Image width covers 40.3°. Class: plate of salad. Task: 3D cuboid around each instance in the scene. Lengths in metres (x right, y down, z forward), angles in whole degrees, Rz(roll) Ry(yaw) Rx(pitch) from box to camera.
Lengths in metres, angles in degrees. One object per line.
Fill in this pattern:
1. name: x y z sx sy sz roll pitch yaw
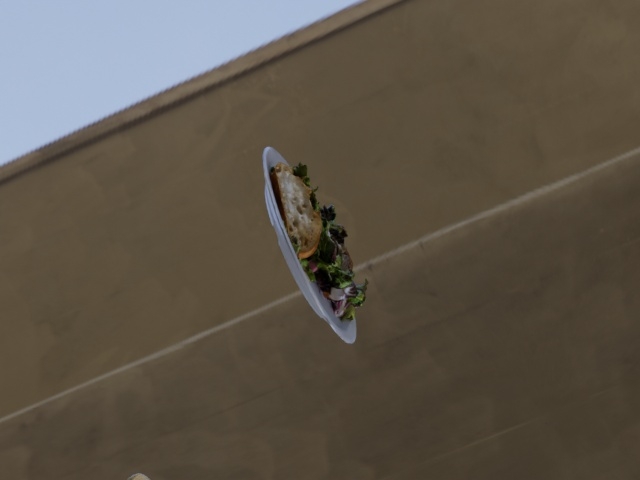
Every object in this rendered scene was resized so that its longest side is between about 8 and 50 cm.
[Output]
1. plate of salad: 0.000 0.000 0.817 0.048 0.200 0.200 -24 -106 9

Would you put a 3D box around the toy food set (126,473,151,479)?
1. toy food set: -0.112 0.188 0.321 0.192 0.038 0.132 -35 -130 -9
